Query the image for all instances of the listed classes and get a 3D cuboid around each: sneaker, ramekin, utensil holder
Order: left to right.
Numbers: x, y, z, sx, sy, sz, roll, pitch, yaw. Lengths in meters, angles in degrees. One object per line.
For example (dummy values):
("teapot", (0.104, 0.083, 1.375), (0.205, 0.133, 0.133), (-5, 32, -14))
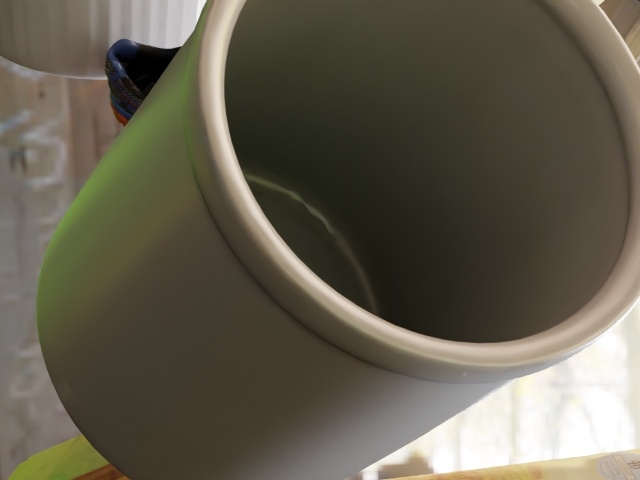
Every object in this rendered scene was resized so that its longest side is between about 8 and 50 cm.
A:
("ramekin", (-0.210, -0.265, 1.732), (0.277, 0.135, 0.277), (3, -145, -2))
("sneaker", (-0.099, -0.120, 1.582), (0.221, 0.083, 0.087), (12, 153, 25))
("utensil holder", (0.000, 0.000, 1.278), (0.328, 0.327, 0.385), (-8, 161, -29))

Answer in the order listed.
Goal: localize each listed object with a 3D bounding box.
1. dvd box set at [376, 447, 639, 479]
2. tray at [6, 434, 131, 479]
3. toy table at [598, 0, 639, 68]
("dvd box set", (0.229, 0.276, 1.690), (0.421, 0.062, 0.307), (-7, -167, 3))
("tray", (-0.202, 0.226, 1.713), (0.203, 0.076, 0.411), (-24, -177, -2))
("toy table", (0.346, -0.201, 2.006), (0.274, 0.161, 0.252), (35, -170, 21))
